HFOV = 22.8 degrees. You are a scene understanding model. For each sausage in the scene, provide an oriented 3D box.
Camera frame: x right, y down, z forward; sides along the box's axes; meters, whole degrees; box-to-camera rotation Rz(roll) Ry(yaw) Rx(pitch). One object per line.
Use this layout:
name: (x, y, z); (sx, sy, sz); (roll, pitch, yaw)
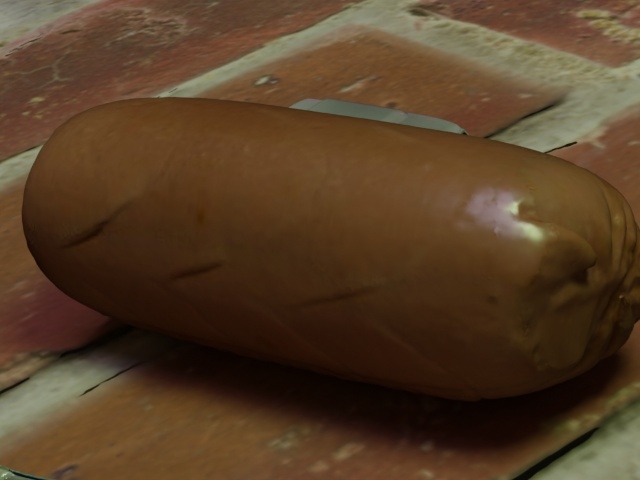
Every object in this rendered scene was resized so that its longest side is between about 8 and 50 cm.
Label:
sausage: (0.001, 0.000, 0.732); (0.304, 0.121, 0.121); (9, 36, 36)

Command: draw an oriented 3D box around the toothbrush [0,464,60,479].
toothbrush: (-0.120, 0.110, 0.689); (0.294, 0.028, 0.026); (8, 36, 24)

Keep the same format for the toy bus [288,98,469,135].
toy bus: (0.027, -0.032, 0.825); (0.123, 0.075, 0.060); (12, 37, 38)
